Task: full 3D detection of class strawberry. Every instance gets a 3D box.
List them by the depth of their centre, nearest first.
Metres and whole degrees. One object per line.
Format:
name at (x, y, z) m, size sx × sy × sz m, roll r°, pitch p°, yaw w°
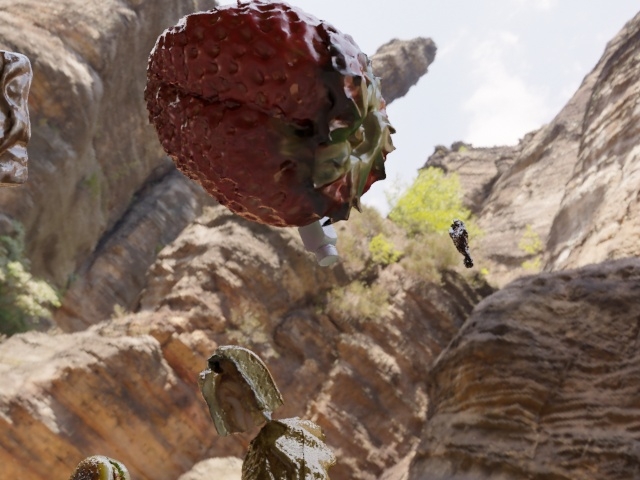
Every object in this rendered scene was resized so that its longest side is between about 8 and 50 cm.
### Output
strawberry at (-0.068, -0.147, 0.746) m, size 0.289 × 0.238 × 0.250 m, roll 9°, pitch -77°, yaw 23°

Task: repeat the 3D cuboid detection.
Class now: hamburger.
hamburger at (-0.398, 0.449, 1.135) m, size 0.141 × 0.126 × 0.081 m, roll 17°, pitch -12°, yaw 37°
hamburger at (-0.156, 0.273, 1.212) m, size 0.207 × 0.135 × 0.155 m, roll 128°, pitch -56°, yaw -77°

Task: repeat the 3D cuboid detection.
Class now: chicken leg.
chicken leg at (0.179, 0.000, 0.814) m, size 0.021 × 0.083 × 0.036 m, roll -6°, pitch -55°, yaw -2°

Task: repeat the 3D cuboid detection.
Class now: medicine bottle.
medicine bottle at (0.000, 0.000, 1.539) m, size 0.074 × 0.055 × 0.118 m, roll -42°, pitch -123°, yaw 30°

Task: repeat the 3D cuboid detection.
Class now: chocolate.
chocolate at (-0.488, -0.185, 0.909) m, size 0.093 × 0.148 × 0.214 m, roll 0°, pitch -91°, yaw 37°

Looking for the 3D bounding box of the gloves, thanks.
gloves at (-0.065, 0.423, 1.132) m, size 0.155 × 0.203 × 0.356 m, roll 15°, pitch -1°, yaw 0°
